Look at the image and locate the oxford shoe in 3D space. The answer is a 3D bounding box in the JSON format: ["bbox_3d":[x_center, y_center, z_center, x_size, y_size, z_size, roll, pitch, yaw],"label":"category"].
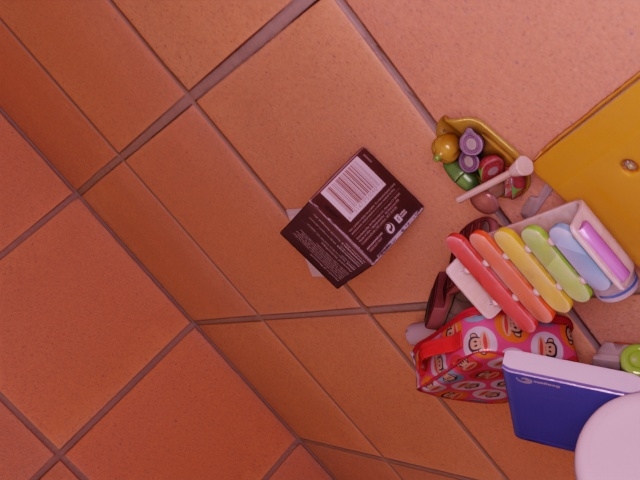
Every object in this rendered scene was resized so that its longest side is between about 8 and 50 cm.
[{"bbox_3d":[0.293,0.071,1.450,0.130,0.123,0.348,15,151,0],"label":"oxford shoe"}]

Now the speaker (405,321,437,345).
[{"bbox_3d":[0.244,0.205,1.757,0.055,0.055,0.136,48,155,-8],"label":"speaker"}]

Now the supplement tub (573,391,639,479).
[{"bbox_3d":[0.523,0.398,1.209,0.228,0.228,0.316,22,154,39],"label":"supplement tub"}]

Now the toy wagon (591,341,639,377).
[{"bbox_3d":[0.606,0.298,1.297,0.344,0.068,0.267,33,162,31],"label":"toy wagon"}]

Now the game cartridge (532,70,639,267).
[{"bbox_3d":[0.470,-0.059,1.028,0.323,0.053,0.285,41,155,0],"label":"game cartridge"}]

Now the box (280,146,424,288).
[{"bbox_3d":[0.057,-0.039,1.525,0.167,0.168,0.203,44,155,-1],"label":"box"}]

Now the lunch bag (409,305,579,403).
[{"bbox_3d":[0.299,0.218,1.466,0.258,0.120,0.293,9,152,-18],"label":"lunch bag"}]

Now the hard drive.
[{"bbox_3d":[0.434,0.295,1.373,0.210,0.040,0.319,9,150,23],"label":"hard drive"}]

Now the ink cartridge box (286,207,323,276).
[{"bbox_3d":[0.000,0.000,1.848,0.145,0.045,0.179,-2,111,58],"label":"ink cartridge box"}]

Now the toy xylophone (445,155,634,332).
[{"bbox_3d":[0.302,0.012,1.172,0.236,0.081,0.323,45,153,0],"label":"toy xylophone"}]

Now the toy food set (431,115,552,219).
[{"bbox_3d":[0.254,-0.103,1.246,0.218,0.071,0.128,41,155,6],"label":"toy food set"}]

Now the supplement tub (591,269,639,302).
[{"bbox_3d":[0.430,0.035,1.198,0.071,0.071,0.107,1,132,56],"label":"supplement tub"}]
